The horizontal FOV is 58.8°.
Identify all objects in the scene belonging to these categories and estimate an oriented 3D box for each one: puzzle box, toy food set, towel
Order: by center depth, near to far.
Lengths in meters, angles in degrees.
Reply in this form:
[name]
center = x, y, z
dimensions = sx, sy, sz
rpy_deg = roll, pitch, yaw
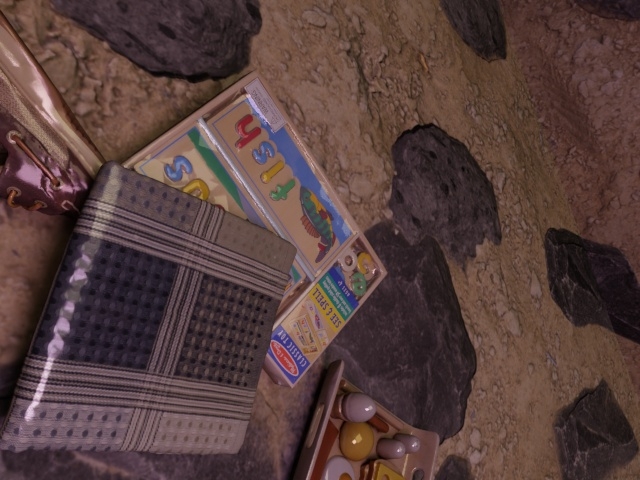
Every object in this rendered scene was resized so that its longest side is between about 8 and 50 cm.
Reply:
[towel]
center = -0.178, 0.103, 0.689
dimensions = 0.324, 0.056, 0.312
rpy_deg = 27, 74, -48
[puzzle box]
center = -0.083, -0.017, 0.861
dimensions = 0.272, 0.052, 0.408
rpy_deg = -46, 113, -30
[toy food set]
center = 0.090, 0.365, 0.942
dimensions = 0.306, 0.092, 0.219
rpy_deg = 42, 51, -30

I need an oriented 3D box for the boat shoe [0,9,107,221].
[boat shoe]
center = -0.319, -0.088, 0.643
dimensions = 0.123, 0.123, 0.341
rpy_deg = -35, 118, -15
